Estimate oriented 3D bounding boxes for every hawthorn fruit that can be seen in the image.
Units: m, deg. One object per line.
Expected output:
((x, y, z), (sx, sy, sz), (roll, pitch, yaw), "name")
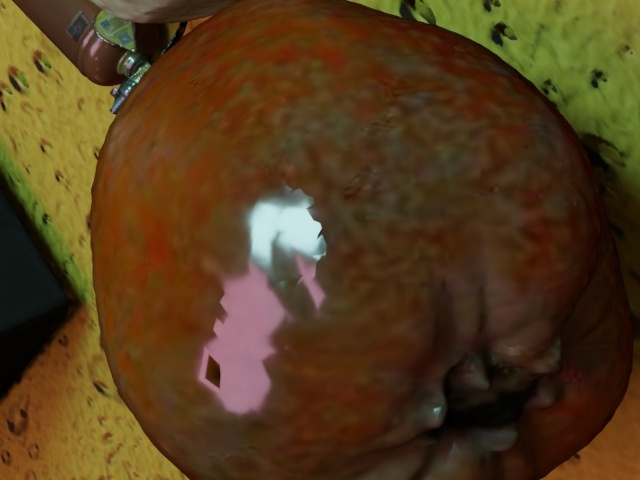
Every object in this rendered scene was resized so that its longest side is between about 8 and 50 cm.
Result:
((0.000, 0.000, 0.675), (0.262, 0.211, 0.210), (-132, 37, -53), "hawthorn fruit")

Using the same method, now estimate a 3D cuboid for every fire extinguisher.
((-0.127, -0.129, 0.857), (0.177, 0.050, 0.062), (44, 98, 22), "fire extinguisher")

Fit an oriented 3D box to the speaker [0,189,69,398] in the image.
((-0.310, 0.030, 1.037), (0.232, 0.184, 0.254), (57, 143, 11), "speaker")

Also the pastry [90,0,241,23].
((-0.082, -0.171, 0.751), (0.156, 0.092, 0.156), (32, 132, 44), "pastry")
